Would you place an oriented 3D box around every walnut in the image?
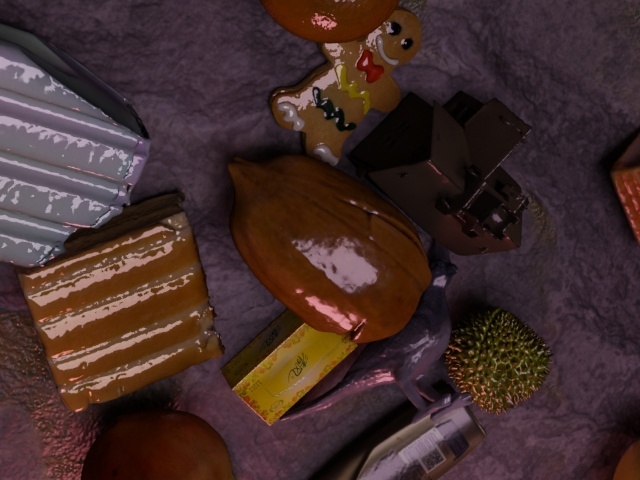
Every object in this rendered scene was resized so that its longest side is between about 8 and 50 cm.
[{"bbox_3d":[0.000,0.000,1.774,0.336,0.209,0.209,39,95,-20],"label":"walnut"}]

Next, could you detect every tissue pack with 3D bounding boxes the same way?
[{"bbox_3d":[-0.045,0.170,1.908,0.176,0.062,0.095,-41,121,0],"label":"tissue pack"}]

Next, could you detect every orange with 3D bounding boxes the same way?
[{"bbox_3d":[0.009,-0.336,1.621,0.206,0.206,0.206,-9,116,-19],"label":"orange"}]

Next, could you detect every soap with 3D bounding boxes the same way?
[{"bbox_3d":[-0.437,-0.132,1.554,0.446,0.156,0.261,14,106,-27],"label":"soap"}]

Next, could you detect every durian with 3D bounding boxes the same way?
[{"bbox_3d":[0.255,0.180,1.978,0.159,0.198,0.146,43,76,9],"label":"durian"}]

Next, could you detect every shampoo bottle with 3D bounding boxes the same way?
[{"bbox_3d":[0.088,0.364,2.037,0.350,0.084,0.125,-37,119,-3],"label":"shampoo bottle"}]

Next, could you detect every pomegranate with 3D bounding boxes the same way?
[{"bbox_3d":[-0.225,0.330,1.824,0.209,0.209,0.209,-9,116,-19],"label":"pomegranate"}]

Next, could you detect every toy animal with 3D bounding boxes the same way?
[{"bbox_3d":[0.121,0.182,1.913,0.367,0.206,0.081,-50,150,4],"label":"toy animal"}]

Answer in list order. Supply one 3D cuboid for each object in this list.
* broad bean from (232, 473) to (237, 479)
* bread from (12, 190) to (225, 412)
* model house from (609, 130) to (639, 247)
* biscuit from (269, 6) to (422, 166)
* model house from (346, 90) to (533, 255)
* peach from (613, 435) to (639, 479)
[{"bbox_3d":[-0.149,0.376,1.970,0.063,0.045,0.083,-31,113,-9],"label":"broad bean"},{"bbox_3d":[-0.259,0.082,1.752,0.246,0.111,0.239,-21,122,-15],"label":"bread"},{"bbox_3d":[0.584,-0.062,1.968,0.237,0.237,0.202,-31,127,-2],"label":"model house"},{"bbox_3d":[0.045,-0.216,1.787,0.240,0.035,0.158,-47,124,4],"label":"biscuit"},{"bbox_3d":[0.204,-0.086,1.787,0.204,0.243,0.211,-48,122,4],"label":"model house"},{"bbox_3d":[0.626,0.456,2.174,0.281,0.314,0.316,-31,145,-39],"label":"peach"}]
